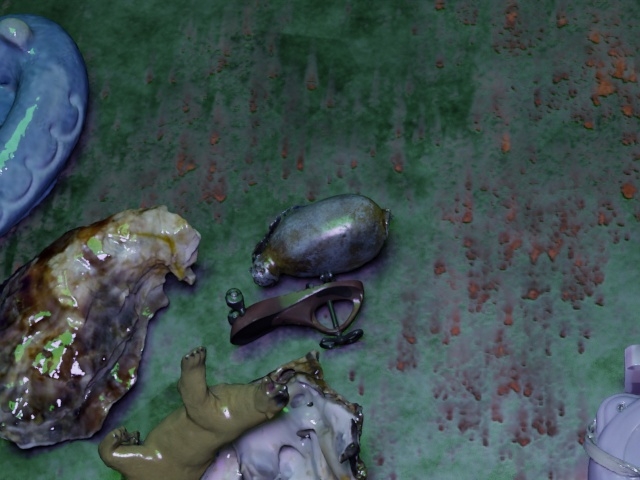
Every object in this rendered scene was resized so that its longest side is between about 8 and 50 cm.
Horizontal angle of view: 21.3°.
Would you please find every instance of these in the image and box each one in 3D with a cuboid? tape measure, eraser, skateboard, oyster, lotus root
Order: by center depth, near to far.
[{"bbox_3d":[0.351,0.224,1.614,0.196,0.105,0.178,-4,59,4],"label":"tape measure"},{"bbox_3d":[-0.035,0.235,1.671,0.223,0.083,0.214,-48,42,6],"label":"oyster"},{"bbox_3d":[0.356,0.129,1.695,0.105,0.065,0.026,-1,59,8],"label":"eraser"},{"bbox_3d":[-0.023,0.081,1.784,0.151,0.067,0.080,-14,67,-6],"label":"skateboard"},{"bbox_3d":[-0.272,0.087,1.789,0.275,0.100,0.271,2,74,4],"label":"oyster"},{"bbox_3d":[-0.001,-0.003,1.814,0.165,0.088,0.088,-19,58,4],"label":"lotus root"}]

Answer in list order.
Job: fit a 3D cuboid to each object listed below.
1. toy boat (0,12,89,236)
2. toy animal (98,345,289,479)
[{"bbox_3d":[-0.398,-0.131,1.926,0.215,0.123,0.330,31,68,25],"label":"toy boat"},{"bbox_3d":[-0.123,0.183,1.671,0.218,0.103,0.101,-45,79,17],"label":"toy animal"}]
